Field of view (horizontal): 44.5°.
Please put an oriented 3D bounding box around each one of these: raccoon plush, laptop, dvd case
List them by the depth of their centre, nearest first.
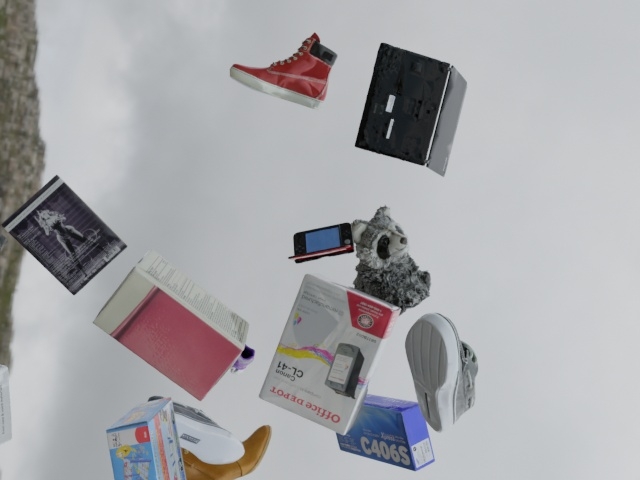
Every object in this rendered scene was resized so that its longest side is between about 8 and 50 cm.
[{"bbox_3d":[-0.566,-0.011,1.739,0.164,0.221,0.018,-43,-165,-4],"label":"dvd case"},{"bbox_3d":[0.212,-0.287,1.767,0.136,0.264,0.234,-163,-94,-77],"label":"laptop"},{"bbox_3d":[0.113,0.099,2.313,0.446,0.216,0.299,-29,-87,36],"label":"raccoon plush"}]

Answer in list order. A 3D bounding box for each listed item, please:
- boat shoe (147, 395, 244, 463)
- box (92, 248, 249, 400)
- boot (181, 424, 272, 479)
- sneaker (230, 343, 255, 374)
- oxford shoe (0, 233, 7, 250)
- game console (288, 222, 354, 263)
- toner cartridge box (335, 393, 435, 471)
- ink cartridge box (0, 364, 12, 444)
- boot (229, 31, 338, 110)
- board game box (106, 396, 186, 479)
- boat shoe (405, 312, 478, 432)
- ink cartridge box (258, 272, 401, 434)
[{"bbox_3d":[-0.315,0.472,1.968,0.108,0.301,0.102,-44,-143,20],"label":"boat shoe"},{"bbox_3d":[-0.254,0.145,1.369,0.127,0.232,0.148,-51,-172,9],"label":"box"},{"bbox_3d":[-0.277,0.570,2.100,0.295,0.211,0.104,-57,-169,-32],"label":"boot"},{"bbox_3d":[-0.297,0.326,2.487,0.104,0.236,0.095,-29,-150,33],"label":"sneaker"},{"bbox_3d":[-0.665,0.027,1.427,0.227,0.083,0.096,-7,-126,46],"label":"oxford shoe"},{"bbox_3d":[0.000,0.000,1.793,0.085,0.143,0.124,68,13,-52],"label":"game console"},{"bbox_3d":[0.160,0.519,2.165,0.347,0.075,0.165,-8,-84,57],"label":"toner cartridge box"},{"bbox_3d":[-0.813,0.335,1.425,0.279,0.384,0.161,8,-77,28],"label":"ink cartridge box"},{"bbox_3d":[-0.088,-0.432,1.894,0.088,0.244,0.176,-130,-124,-74],"label":"boot"},{"bbox_3d":[-0.355,0.516,1.670,0.302,0.086,0.308,117,-37,-87],"label":"board game box"},{"bbox_3d":[0.249,0.245,1.551,0.121,0.119,0.335,43,-26,37],"label":"boat shoe"},{"bbox_3d":[0.022,0.253,1.786,0.131,0.226,0.306,15,97,-78],"label":"ink cartridge box"}]
